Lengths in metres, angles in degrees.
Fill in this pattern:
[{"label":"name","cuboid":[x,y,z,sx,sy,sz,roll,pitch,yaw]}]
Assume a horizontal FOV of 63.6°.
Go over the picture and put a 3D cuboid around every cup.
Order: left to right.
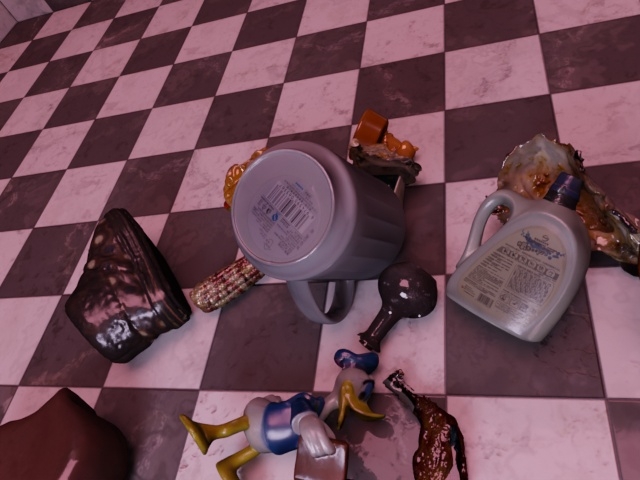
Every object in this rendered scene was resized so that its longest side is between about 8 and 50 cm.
[{"label":"cup","cuboid":[0.000,0.000,0.973,0.237,0.327,0.322,3,88,25]}]

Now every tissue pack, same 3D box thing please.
[{"label":"tissue pack","cuboid":[0.100,-0.094,1.176,0.170,0.090,0.103,3,53,23]}]

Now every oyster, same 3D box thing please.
[{"label":"oyster","cuboid":[0.139,-0.187,1.164,0.163,0.191,0.081,4,81,37]},{"label":"oyster","cuboid":[0.478,-0.059,0.936,0.133,0.197,0.337,-20,46,-40]}]

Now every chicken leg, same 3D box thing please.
[{"label":"chicken leg","cuboid":[0.178,0.321,0.853,0.106,0.051,0.253,-25,46,10]}]

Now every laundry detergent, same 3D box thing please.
[{"label":"laundry detergent","cuboid":[0.353,0.011,0.895,0.215,0.105,0.280,31,107,42]}]

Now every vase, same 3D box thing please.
[{"label":"vase","cuboid":[0.139,0.130,0.982,0.120,0.120,0.183,37,88,38]}]

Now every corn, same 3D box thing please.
[{"label":"corn","cuboid":[-0.184,0.079,1.173,0.237,0.079,0.079,-36,49,-9]}]

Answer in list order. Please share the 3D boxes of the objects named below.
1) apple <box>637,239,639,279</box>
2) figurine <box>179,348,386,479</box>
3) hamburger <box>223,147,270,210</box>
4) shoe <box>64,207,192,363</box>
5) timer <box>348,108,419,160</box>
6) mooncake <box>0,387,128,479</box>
[{"label":"apple","cuboid":[0.647,0.010,0.722,0.365,0.295,0.328,-21,59,-3]},{"label":"figurine","cuboid":[-0.019,0.294,0.868,0.338,0.204,0.284,-36,22,-23]},{"label":"hamburger","cuboid":[-0.137,-0.129,1.265,0.237,0.149,0.237,-11,52,15]},{"label":"shoe","cuboid":[-0.477,0.103,1.209,0.237,0.171,0.384,-33,56,-10]},{"label":"timer","cuboid":[0.162,-0.232,1.258,0.152,0.132,0.132,23,63,8]},{"label":"mooncake","cuboid":[-0.545,0.448,0.970,0.334,0.174,0.326,27,66,38]}]
